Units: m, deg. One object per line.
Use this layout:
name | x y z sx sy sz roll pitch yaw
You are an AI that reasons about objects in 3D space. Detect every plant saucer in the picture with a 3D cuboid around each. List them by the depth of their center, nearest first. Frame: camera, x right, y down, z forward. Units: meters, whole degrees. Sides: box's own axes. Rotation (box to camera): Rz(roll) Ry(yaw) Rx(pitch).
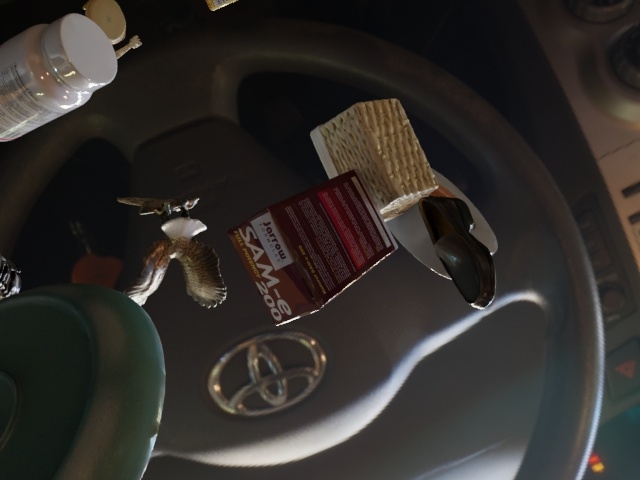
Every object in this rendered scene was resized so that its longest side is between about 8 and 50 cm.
plant saucer | -0.271 0.157 0.546 0.318 0.317 0.043 -27 134 5

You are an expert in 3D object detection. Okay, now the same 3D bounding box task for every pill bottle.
pill bottle | -0.531 -0.304 1.283 0.283 0.160 0.160 -17 155 26

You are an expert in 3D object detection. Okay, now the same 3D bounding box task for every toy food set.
toy food set | -0.561 -0.574 1.788 0.039 0.132 0.192 -4 125 36

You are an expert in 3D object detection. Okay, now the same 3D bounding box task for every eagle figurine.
eagle figurine | -0.353 0.044 1.654 0.226 0.298 0.225 4 -172 22

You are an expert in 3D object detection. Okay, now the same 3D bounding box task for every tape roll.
tape roll | 0.194 -0.037 1.155 0.219 0.219 0.072 12 130 -46

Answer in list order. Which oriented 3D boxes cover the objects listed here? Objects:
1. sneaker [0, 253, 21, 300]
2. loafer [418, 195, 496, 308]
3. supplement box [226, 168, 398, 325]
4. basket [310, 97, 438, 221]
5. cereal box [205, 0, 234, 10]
sneaker | -0.677 0.067 1.409 0.135 0.097 0.276 22 157 -27
loafer | 0.165 0.012 0.851 0.061 0.170 0.062 12 131 -28
supplement box | 0.000 0.000 0.867 0.073 0.130 0.239 -27 -178 32
basket | 0.081 -0.118 1.011 0.113 0.167 0.103 -17 169 -42
cereal box | -0.174 -0.557 1.333 0.173 0.240 0.047 -26 144 -3
